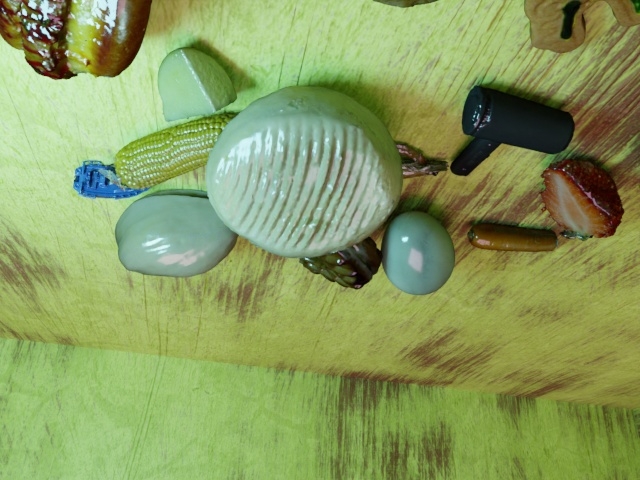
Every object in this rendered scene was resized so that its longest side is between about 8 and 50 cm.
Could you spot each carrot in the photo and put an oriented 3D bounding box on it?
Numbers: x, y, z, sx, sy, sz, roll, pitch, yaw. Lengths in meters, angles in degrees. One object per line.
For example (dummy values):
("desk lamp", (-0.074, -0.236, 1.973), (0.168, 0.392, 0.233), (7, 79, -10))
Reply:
("carrot", (0.479, -0.004, 1.406), (0.225, 0.067, 0.067), (4, 152, -4))

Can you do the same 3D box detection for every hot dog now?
("hot dog", (-0.309, -0.346, 0.717), (0.185, 0.223, 0.405), (13, 151, -21))

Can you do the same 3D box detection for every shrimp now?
("shrimp", (0.183, -0.168, 1.183), (0.180, 0.041, 0.099), (4, 137, 2))

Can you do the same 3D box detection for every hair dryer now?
("hair dryer", (0.333, -0.193, 1.084), (0.197, 0.089, 0.251), (9, 160, -14))

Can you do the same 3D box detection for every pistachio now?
("pistachio", (-0.344, -0.015, 1.370), (0.332, 0.208, 0.226), (-8, 106, 8))

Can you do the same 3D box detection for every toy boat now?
("toy boat", (-0.470, -0.136, 1.257), (0.175, 0.091, 0.110), (6, 168, -13))

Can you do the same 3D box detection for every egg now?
("egg", (0.239, 0.030, 1.378), (0.183, 0.183, 0.264), (-4, 145, 14))

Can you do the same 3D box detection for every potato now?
("potato", (-0.234, -0.288, 0.998), (0.149, 0.081, 0.120), (1, 125, 40))

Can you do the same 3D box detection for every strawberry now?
("strawberry", (0.574, -0.098, 1.199), (0.175, 0.107, 0.236), (32, 163, 29))

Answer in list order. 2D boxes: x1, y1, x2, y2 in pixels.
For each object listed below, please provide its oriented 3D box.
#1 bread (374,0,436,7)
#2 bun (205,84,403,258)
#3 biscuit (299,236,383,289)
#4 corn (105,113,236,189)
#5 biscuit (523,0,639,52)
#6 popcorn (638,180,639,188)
("bread", (0.111, -0.399, 0.671), (0.230, 0.123, 0.230), (-2, 150, -1))
("bun", (-0.031, -0.135, 1.045), (0.362, 0.234, 0.326), (-7, 130, 5))
("biscuit", (0.017, 0.010, 1.354), (0.268, 0.115, 0.366), (25, 167, 34))
("corn", (-0.293, -0.185, 1.136), (0.305, 0.106, 0.106), (-16, 146, 24))
("biscuit", (0.347, -0.385, 0.744), (0.202, 0.047, 0.334), (-14, 146, 30))
("popcorn", (0.733, -0.065, 1.027), (0.316, 0.297, 0.281), (-28, 134, -7))
